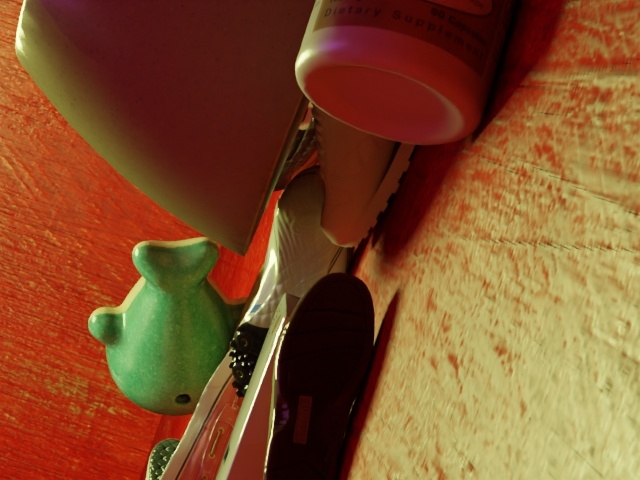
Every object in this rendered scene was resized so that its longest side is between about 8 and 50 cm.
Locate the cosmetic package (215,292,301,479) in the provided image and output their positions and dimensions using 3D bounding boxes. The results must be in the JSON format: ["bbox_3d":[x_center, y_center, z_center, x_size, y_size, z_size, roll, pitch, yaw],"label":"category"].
[{"bbox_3d":[-0.045,0.170,1.634,0.099,0.060,0.239,-107,36,-79],"label":"cosmetic package"}]

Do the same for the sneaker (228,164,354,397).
[{"bbox_3d":[-0.017,0.045,1.764,0.086,0.085,0.237,-22,-47,-62],"label":"sneaker"}]

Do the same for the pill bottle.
[{"bbox_3d":[0.075,-0.193,1.340,0.131,0.131,0.229,125,163,-70],"label":"pill bottle"}]

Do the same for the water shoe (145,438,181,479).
[{"bbox_3d":[-0.213,0.366,2.645,0.080,0.073,0.203,80,-155,-53],"label":"water shoe"}]

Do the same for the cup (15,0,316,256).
[{"bbox_3d":[-0.109,-0.181,1.611,0.331,0.237,0.331,-159,90,-89],"label":"cup"}]

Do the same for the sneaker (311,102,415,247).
[{"bbox_3d":[0.033,-0.094,1.610,0.090,0.095,0.235,-80,9,-50],"label":"sneaker"}]

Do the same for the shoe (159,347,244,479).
[{"bbox_3d":[-0.085,0.189,1.878,0.178,0.081,0.063,-63,-9,-9],"label":"shoe"}]

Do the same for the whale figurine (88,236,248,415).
[{"bbox_3d":[-0.175,0.111,2.413,0.272,0.216,0.141,98,167,-49],"label":"whale figurine"}]

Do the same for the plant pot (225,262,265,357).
[{"bbox_3d":[-0.087,0.139,2.286,0.236,0.032,0.236,-162,90,-85],"label":"plant pot"}]

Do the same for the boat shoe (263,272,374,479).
[{"bbox_3d":[-0.006,0.118,1.443,0.072,0.068,0.190,91,-165,-70],"label":"boat shoe"}]

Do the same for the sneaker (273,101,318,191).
[{"bbox_3d":[-0.026,-0.148,2.396,0.410,0.158,0.182,-83,-18,-58],"label":"sneaker"}]
